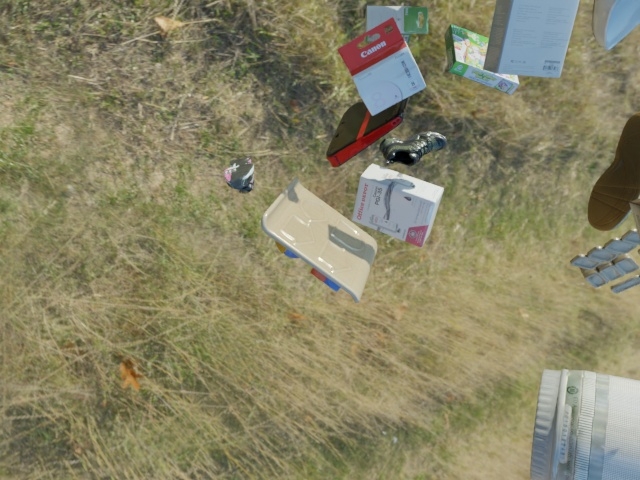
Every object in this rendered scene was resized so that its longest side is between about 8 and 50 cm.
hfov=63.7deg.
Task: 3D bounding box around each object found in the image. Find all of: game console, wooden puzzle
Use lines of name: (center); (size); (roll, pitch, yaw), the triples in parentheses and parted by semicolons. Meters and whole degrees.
game console: (0.185, -0.439, 1.840); (0.060, 0.342, 0.386); (46, 40, -24)
wooden puzzle: (0.000, 0.000, 1.491); (0.348, 0.080, 0.322); (40, 31, -6)

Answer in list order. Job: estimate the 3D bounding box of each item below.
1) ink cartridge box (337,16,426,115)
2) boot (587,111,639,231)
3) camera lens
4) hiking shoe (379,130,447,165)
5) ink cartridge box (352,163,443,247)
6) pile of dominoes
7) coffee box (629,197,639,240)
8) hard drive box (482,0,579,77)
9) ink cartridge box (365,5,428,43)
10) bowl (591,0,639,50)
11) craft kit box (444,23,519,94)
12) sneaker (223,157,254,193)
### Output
ink cartridge box: (0.186, -0.511, 1.540); (0.189, 0.066, 0.232); (-25, 138, 17)
boot: (0.705, -0.138, 1.147); (0.204, 0.095, 0.261); (5, 106, -43)
camera lens: (0.517, 0.346, 0.879); (0.219, 0.275, 0.219); (-22, 115, -60)
hiking shoe: (0.314, -0.290, 1.706); (0.227, 0.114, 0.086); (-10, 143, -2)
ink cartridge box: (0.272, -0.127, 1.861); (0.117, 0.283, 0.207); (-49, 155, -48)
pile of dominoes: (0.609, 0.006, 0.955); (0.196, 0.251, 0.040); (29, 39, -36)
coffee box: (0.493, 0.059, 0.639); (0.098, 0.141, 0.246); (-20, 101, 8)
hard drive box: (0.536, -0.543, 1.310); (0.181, 0.089, 0.232); (1, 115, -9)
ink cartridge box: (0.259, -0.738, 1.765); (0.062, 0.210, 0.108); (82, 10, -74)
bowl: (0.502, -0.402, 0.842); (0.142, 0.053, 0.142); (-44, 154, 7)
craft kit box: (0.569, -0.646, 1.833); (0.247, 0.061, 0.249); (17, 50, -14)
sneaker: (-0.184, -0.146, 1.241); (0.072, 0.178, 0.077); (-11, 111, 4)
